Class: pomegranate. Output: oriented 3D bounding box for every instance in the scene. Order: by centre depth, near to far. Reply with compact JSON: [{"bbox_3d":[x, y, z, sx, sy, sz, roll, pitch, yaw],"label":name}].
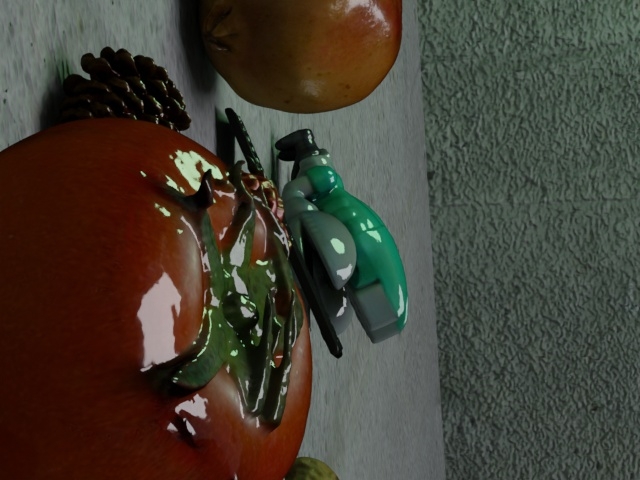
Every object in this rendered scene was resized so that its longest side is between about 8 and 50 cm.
[{"bbox_3d":[-0.018,-0.219,1.623,0.209,0.209,0.209,-1,90,-80],"label":"pomegranate"}]

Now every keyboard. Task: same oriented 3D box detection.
[{"bbox_3d":[-0.020,0.045,1.712,0.103,0.041,0.381,58,14,-83],"label":"keyboard"}]

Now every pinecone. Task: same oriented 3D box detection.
[{"bbox_3d":[-0.148,-0.092,1.220,0.109,0.102,0.102,-41,130,-63],"label":"pinecone"}]

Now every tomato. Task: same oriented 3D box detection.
[{"bbox_3d":[-0.121,0.058,0.946,0.256,0.225,0.255,-17,90,-71],"label":"tomato"}]

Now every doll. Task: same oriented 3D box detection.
[{"bbox_3d":[0.006,0.012,1.953,0.258,0.153,0.195,-116,180,-46],"label":"doll"}]

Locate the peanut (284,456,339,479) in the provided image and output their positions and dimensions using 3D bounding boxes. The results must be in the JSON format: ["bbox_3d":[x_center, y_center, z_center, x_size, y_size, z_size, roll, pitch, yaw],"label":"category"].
[{"bbox_3d":[-0.029,0.346,1.751,0.196,0.110,0.233,90,1,-72],"label":"peanut"}]

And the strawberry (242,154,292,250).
[{"bbox_3d":[-0.104,0.040,1.447,0.175,0.107,0.236,-42,-145,52],"label":"strawberry"}]
